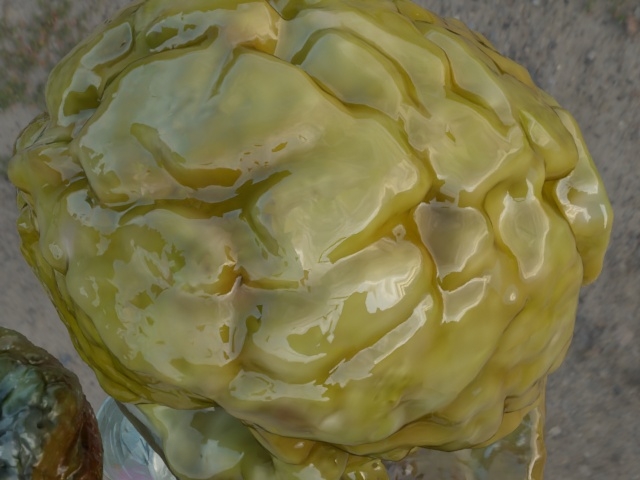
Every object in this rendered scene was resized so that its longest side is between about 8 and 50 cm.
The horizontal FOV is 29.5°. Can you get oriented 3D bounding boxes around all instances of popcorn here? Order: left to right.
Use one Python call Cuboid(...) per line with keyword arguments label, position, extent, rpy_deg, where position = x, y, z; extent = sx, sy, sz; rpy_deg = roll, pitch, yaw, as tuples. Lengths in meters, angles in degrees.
Cuboid(label="popcorn", position=(-0.004, -0.014, 0.782), extent=(0.354, 0.390, 0.344), rpy_deg=(-25, 57, -10))

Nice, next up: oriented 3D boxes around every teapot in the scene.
Cuboid(label="teapot", position=(-0.212, 0.313, 1.716), extent=(0.163, 0.178, 0.221), rpy_deg=(-24, 109, -28))

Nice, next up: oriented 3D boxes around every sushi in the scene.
Cuboid(label="sushi", position=(-0.276, 0.154, 0.900), extent=(0.274, 0.139, 0.184), rpy_deg=(15, 57, 20))

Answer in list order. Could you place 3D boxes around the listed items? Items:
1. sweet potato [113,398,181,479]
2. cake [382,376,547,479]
Cuboid(label="sweet potato", position=(-0.188, 0.152, 1.292), extent=(0.077, 0.077, 0.243), rpy_deg=(-18, 49, -6))
Cuboid(label="cake", position=(0.069, 0.213, 1.228), extent=(0.321, 0.332, 0.332), rpy_deg=(2, 73, 8))
